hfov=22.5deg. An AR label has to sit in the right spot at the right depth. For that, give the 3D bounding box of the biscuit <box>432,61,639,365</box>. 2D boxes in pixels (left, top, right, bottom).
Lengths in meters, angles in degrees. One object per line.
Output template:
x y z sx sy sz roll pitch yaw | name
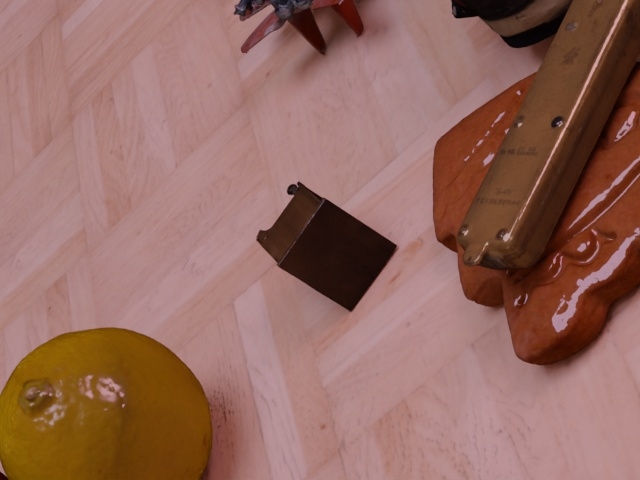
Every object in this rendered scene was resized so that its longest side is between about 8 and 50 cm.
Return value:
0.178 -0.048 1.231 0.306 0.043 0.284 20 78 55 | biscuit

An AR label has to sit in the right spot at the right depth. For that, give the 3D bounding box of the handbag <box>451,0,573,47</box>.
0.151 -0.289 1.346 0.181 0.181 0.254 -34 37 30 | handbag

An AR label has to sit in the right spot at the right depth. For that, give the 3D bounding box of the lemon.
-0.185 0.160 1.369 0.178 0.203 0.178 -12 62 24 | lemon

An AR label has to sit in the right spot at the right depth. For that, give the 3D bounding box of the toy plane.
0.007 -0.329 1.625 0.223 0.104 0.326 -22 46 41 | toy plane

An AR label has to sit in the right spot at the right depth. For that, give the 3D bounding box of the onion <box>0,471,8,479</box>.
-0.385 0.314 1.527 0.248 0.161 0.248 -44 17 18 | onion

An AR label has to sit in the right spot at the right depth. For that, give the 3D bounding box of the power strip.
0.186 -0.103 1.196 0.064 0.044 0.305 6 64 54 | power strip

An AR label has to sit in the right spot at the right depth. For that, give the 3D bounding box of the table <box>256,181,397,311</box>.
0.000 0.000 1.377 0.070 0.083 0.082 -56 29 4 | table
